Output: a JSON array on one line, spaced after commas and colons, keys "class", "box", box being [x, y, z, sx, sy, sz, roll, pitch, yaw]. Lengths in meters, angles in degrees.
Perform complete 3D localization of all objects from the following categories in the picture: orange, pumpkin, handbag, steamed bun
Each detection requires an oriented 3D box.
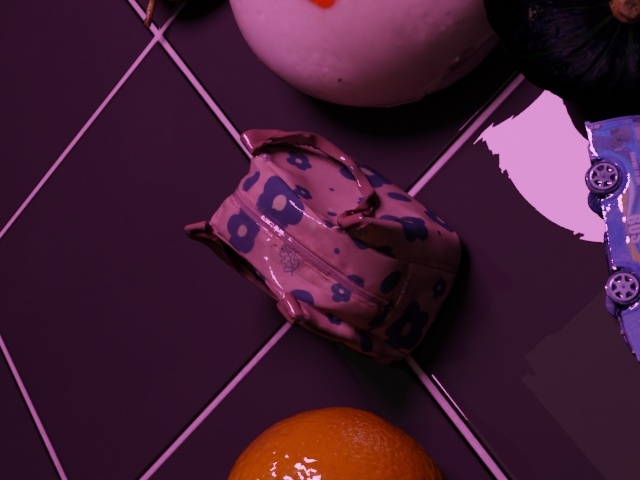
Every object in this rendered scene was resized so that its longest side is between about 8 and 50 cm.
[{"class": "orange", "box": [0.017, 0.269, 0.875, 0.236, 0.236, 0.236, -9, 73, 32]}, {"class": "pumpkin", "box": [0.274, -0.263, 0.858, 0.248, 0.248, 0.248, -9, 73, 32]}, {"class": "handbag", "box": [0.000, 0.000, 0.975, 0.251, 0.193, 0.190, 38, 104, 35]}, {"class": "steamed bun", "box": [0.045, -0.340, 1.009, 0.374, 0.241, 0.375, -12, 69, 33]}]

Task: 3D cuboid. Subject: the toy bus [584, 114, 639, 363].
[{"class": "toy bus", "box": [0.305, -0.001, 0.848, 0.094, 0.079, 0.237, -10, 72, 15]}]

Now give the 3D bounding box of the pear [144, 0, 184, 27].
[{"class": "pear", "box": [-0.212, -0.402, 1.256, 0.180, 0.166, 0.216, 39, 123, 22]}]
